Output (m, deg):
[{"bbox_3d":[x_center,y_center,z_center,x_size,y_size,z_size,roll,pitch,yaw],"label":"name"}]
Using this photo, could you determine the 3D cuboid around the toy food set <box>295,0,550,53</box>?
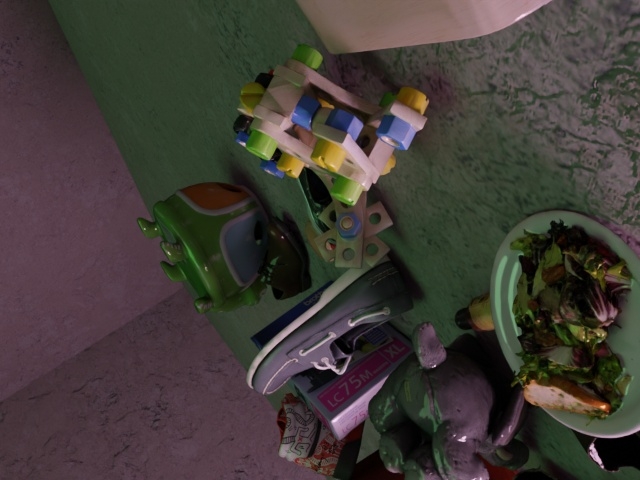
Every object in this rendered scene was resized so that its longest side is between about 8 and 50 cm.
[{"bbox_3d":[0.031,-0.266,0.483,0.220,0.092,0.306,53,167,-26],"label":"toy food set"}]

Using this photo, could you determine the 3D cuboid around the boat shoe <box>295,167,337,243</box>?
[{"bbox_3d":[0.002,-0.058,0.942,0.142,0.049,0.040,63,161,-12],"label":"boat shoe"}]

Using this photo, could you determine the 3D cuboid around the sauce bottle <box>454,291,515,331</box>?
[{"bbox_3d":[0.185,0.080,0.702,0.042,0.042,0.128,56,160,4],"label":"sauce bottle"}]

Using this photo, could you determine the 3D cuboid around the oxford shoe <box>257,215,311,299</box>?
[{"bbox_3d":[-0.080,0.047,1.260,0.083,0.096,0.227,45,157,38],"label":"oxford shoe"}]

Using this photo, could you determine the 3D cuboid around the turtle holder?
[{"bbox_3d":[-0.209,0.025,1.344,0.321,0.227,0.243,61,161,-13],"label":"turtle holder"}]

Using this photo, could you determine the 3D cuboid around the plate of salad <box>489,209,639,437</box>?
[{"bbox_3d":[0.208,0.074,0.549,0.200,0.048,0.200,39,135,55],"label":"plate of salad"}]

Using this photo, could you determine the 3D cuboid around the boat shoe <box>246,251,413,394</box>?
[{"bbox_3d":[0.008,0.150,0.937,0.099,0.319,0.116,52,-154,16],"label":"boat shoe"}]

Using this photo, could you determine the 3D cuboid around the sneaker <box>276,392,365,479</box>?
[{"bbox_3d":[0.010,0.269,1.103,0.144,0.270,0.090,16,137,1],"label":"sneaker"}]

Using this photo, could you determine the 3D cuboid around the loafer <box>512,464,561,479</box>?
[{"bbox_3d":[0.312,0.352,0.681,0.130,0.133,0.366,59,162,-8],"label":"loafer"}]

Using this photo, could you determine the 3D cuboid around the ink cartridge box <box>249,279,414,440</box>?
[{"bbox_3d":[0.012,0.180,1.089,0.311,0.185,0.065,34,152,51],"label":"ink cartridge box"}]

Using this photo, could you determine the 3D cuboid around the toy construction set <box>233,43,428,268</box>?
[{"bbox_3d":[0.013,-0.093,0.725,0.214,0.151,0.328,25,161,15],"label":"toy construction set"}]

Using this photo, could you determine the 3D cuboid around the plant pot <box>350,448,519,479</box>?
[{"bbox_3d":[0.181,0.446,1.019,0.267,0.267,0.235,60,173,-10],"label":"plant pot"}]

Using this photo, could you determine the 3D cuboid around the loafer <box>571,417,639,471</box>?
[{"bbox_3d":[0.262,0.161,0.578,0.220,0.078,0.080,20,140,61],"label":"loafer"}]

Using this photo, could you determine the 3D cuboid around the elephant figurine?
[{"bbox_3d":[0.187,0.195,0.758,0.186,0.239,0.170,-50,55,45],"label":"elephant figurine"}]

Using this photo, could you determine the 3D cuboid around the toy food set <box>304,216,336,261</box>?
[{"bbox_3d":[0.000,0.000,1.088,0.083,0.020,0.083,51,161,18],"label":"toy food set"}]
